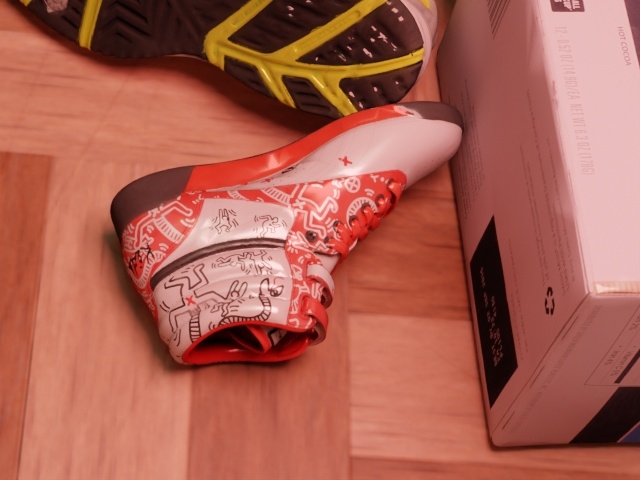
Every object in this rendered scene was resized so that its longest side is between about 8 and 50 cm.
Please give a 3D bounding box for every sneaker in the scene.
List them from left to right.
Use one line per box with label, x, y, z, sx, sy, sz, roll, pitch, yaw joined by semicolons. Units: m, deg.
sneaker;-0.090;-0.207;1.084;0.384;0.145;0.147;27;28;8
sneaker;-0.001;0.001;0.985;0.270;0.090;0.145;-17;66;-16

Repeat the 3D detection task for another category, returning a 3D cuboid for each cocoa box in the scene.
cocoa box;0.232;-0.056;0.978;0.228;0.231;0.347;1;60;-10
